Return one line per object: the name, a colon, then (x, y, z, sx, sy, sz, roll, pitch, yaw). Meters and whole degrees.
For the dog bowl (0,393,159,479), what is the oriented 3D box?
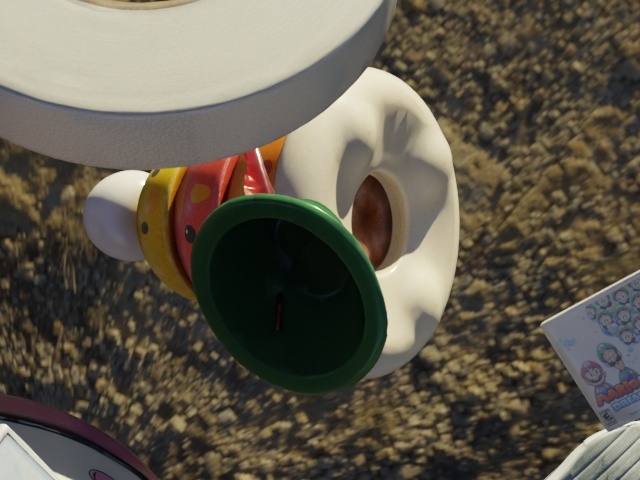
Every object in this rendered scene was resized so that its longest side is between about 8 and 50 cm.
dog bowl: (-0.261, 0.282, 0.969, 0.407, 0.150, 0.408, -2, 122, -4)

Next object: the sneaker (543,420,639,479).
sneaker: (0.306, 0.302, 1.635, 0.258, 0.091, 0.094, -31, 82, -12)

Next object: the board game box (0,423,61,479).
board game box: (-0.144, 0.305, 0.607, 0.318, 0.066, 0.319, 53, 51, -25)

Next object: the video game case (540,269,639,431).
video game case: (0.338, 0.118, 1.479, 0.143, 0.157, 0.019, 57, 36, 1)

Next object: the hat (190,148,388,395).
hat: (0.000, 0.000, 1.169, 0.208, 0.173, 0.183, 62, 33, -12)

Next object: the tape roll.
tape roll: (-0.131, -0.231, 1.014, 0.392, 0.072, 0.392, 2, 61, -3)

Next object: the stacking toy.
stacking toy: (-0.104, -0.017, 1.640, 0.350, 0.479, 0.351, 2, 88, -55)
